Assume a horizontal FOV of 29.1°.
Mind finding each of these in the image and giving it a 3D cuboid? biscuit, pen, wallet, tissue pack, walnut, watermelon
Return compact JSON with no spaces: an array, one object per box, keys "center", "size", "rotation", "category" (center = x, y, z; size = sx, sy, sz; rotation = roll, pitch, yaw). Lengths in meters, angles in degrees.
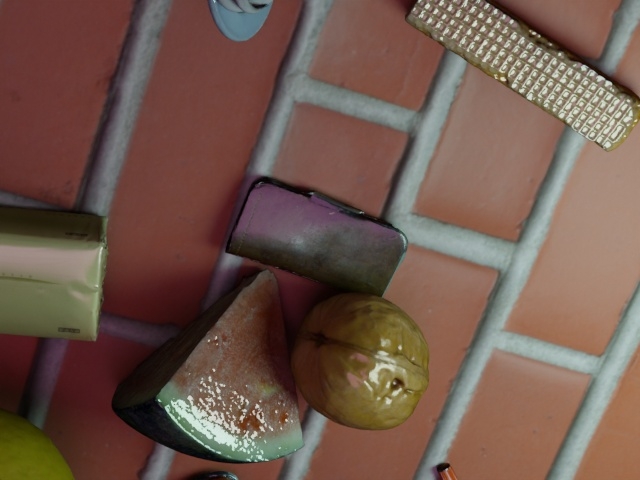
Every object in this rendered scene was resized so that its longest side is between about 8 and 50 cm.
[{"center":[0.290,-0.250,1.732],"size":[0.378,0.054,0.094],"rotation":[29,109,-16],"category":"biscuit"},{"center":[0.248,0.463,2.045],"size":[0.028,0.028,0.239],"rotation":[-25,113,6],"category":"pen"},{"center":[0.000,0.000,1.826],"size":[0.255,0.031,0.137],"rotation":[20,109,-13],"category":"wallet"},{"center":[-0.423,0.044,1.756],"size":[0.234,0.125,0.159],"rotation":[6,112,-8],"category":"tissue pack"},{"center":[0.064,0.179,1.818],"size":[0.221,0.195,0.195],"rotation":[33,107,-35],"category":"walnut"},{"center":[-0.137,0.211,1.790],"size":[0.283,0.250,0.293],"rotation":[18,113,-17],"category":"watermelon"}]

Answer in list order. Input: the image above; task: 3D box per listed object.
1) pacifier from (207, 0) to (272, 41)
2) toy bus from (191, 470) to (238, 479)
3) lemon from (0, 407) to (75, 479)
[{"center":[-0.142,-0.404,1.564],"size":[0.233,0.244,0.299],"rotation":[11,113,23],"category":"pacifier"},{"center":[-0.136,0.502,1.977],"size":[0.121,0.120,0.265],"rotation":[-24,113,4],"category":"toy bus"},{"center":[-0.508,0.410,1.798],"size":[0.348,0.348,0.348],"rotation":[-2,113,-4],"category":"lemon"}]
